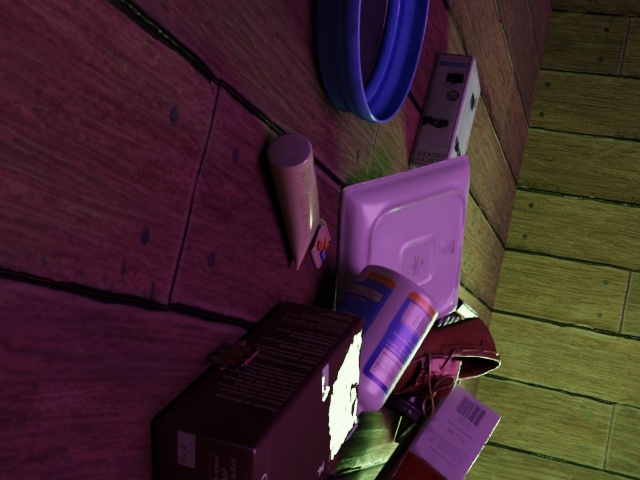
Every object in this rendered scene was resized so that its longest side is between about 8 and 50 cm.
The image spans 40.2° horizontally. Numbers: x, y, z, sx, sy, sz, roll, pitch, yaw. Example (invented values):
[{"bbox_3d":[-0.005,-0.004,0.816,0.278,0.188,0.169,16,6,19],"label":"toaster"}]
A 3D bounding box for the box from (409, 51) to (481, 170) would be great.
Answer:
[{"bbox_3d":[0.288,-0.261,1.999,0.169,0.087,0.290,51,52,-66],"label":"box"}]

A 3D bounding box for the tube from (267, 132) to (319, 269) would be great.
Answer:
[{"bbox_3d":[-0.032,-0.054,1.250,0.070,0.062,0.240,-27,148,-10],"label":"tube"}]

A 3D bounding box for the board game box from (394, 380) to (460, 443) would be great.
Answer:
[{"bbox_3d":[0.277,0.364,2.157,0.347,0.056,0.208,114,-5,-59],"label":"board game box"}]

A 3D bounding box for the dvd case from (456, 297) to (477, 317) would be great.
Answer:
[{"bbox_3d":[0.272,0.112,2.022,0.029,0.179,0.239,-52,159,1],"label":"dvd case"}]

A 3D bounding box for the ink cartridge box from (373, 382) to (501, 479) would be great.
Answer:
[{"bbox_3d":[0.218,0.496,1.892,0.272,0.130,0.309,-47,169,-35],"label":"ink cartridge box"}]

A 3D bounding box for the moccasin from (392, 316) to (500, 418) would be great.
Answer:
[{"bbox_3d":[0.225,0.260,1.748,0.380,0.147,0.139,-5,143,-48],"label":"moccasin"}]

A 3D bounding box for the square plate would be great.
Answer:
[{"bbox_3d":[0.168,0.035,1.650,0.344,0.049,0.347,-17,119,-39],"label":"square plate"}]

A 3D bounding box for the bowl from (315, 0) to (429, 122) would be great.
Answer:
[{"bbox_3d":[0.090,-0.385,1.384,0.391,0.077,0.391,11,90,-71],"label":"bowl"}]

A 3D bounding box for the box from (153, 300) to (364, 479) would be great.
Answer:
[{"bbox_3d":[-0.067,0.243,1.171,0.381,0.143,0.191,-39,137,-60],"label":"box"}]

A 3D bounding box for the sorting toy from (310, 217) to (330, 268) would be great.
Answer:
[{"bbox_3d":[0.000,0.000,1.423,0.083,0.012,0.062,73,33,-54],"label":"sorting toy"}]

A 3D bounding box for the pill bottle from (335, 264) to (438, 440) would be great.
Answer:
[{"bbox_3d":[0.068,0.189,1.462,0.272,0.152,0.152,-56,154,-15],"label":"pill bottle"}]

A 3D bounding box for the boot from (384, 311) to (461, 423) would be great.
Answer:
[{"bbox_3d":[0.209,0.253,1.927,0.348,0.131,0.260,39,75,-80],"label":"boot"}]

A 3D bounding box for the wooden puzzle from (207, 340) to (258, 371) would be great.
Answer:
[{"bbox_3d":[-0.112,0.148,1.121,0.083,0.049,0.006,-38,134,-62],"label":"wooden puzzle"}]
